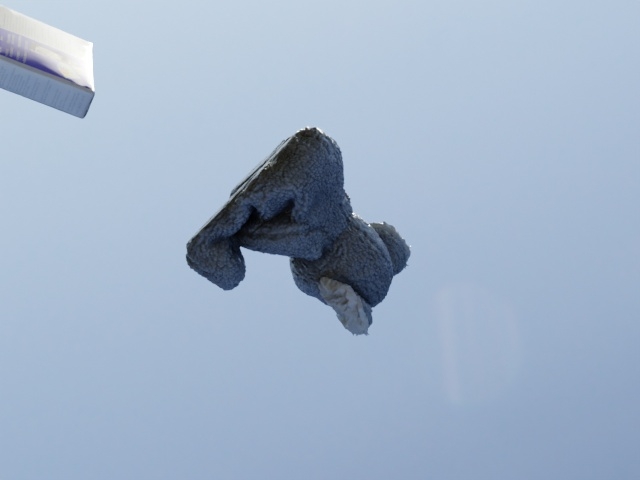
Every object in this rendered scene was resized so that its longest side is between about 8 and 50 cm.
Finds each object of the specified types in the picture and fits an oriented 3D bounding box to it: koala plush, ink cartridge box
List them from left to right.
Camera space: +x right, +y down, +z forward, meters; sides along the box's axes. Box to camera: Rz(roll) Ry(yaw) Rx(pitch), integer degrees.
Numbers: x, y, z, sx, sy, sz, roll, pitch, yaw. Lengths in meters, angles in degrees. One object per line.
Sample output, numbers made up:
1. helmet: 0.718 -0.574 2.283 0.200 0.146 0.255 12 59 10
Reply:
1. ink cartridge box: -0.372 -0.231 1.804 0.045 0.208 0.206 -61 -161 18
2. koala plush: 0.000 0.000 1.757 0.203 0.221 0.196 -41 -172 37
